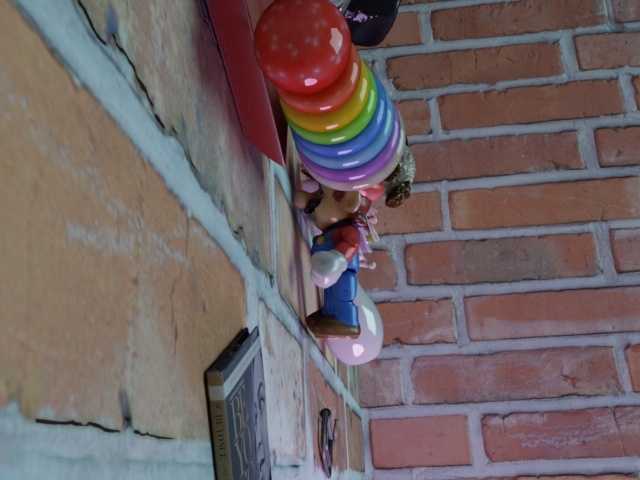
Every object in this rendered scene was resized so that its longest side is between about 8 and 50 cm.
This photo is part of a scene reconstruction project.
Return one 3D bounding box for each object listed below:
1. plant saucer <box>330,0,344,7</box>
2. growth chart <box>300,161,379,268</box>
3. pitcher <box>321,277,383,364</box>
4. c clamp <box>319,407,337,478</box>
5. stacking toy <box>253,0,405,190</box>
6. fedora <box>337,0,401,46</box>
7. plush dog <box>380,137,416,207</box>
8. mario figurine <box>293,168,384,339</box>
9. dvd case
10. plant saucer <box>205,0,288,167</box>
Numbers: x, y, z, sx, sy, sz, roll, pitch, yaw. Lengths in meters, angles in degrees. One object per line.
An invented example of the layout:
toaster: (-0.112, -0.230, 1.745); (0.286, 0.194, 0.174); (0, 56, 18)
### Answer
plant saucer: (0.032, -0.523, 0.990); (0.400, 0.101, 0.400); (-38, 135, -51)
growth chart: (0.038, -0.047, 1.312); (0.021, 0.172, 0.237); (-38, 129, -42)
pitcher: (0.051, 0.143, 1.475); (0.178, 0.126, 0.207); (-139, -149, -76)
c clamp: (0.013, 0.374, 1.333); (0.160, 0.022, 0.137); (80, 12, -53)
stacking toy: (0.013, -0.156, 0.754); (0.330, 0.141, 0.141); (44, 42, -76)
fedora: (0.075, -0.482, 1.386); (0.334, 0.153, 0.333); (-161, -90, -75)
plush dog: (0.095, -0.149, 1.528); (0.210, 0.226, 0.262); (73, 13, -64)
mario figurine: (0.000, 0.000, 1.185); (0.170, 0.198, 0.320); (4, 88, -43)
dvd case: (-0.067, 0.205, 0.649); (0.164, 0.018, 0.221); (-49, 133, -82)
plant saucer: (-0.077, -0.257, 0.785); (0.258, 0.048, 0.259); (79, 9, -51)
